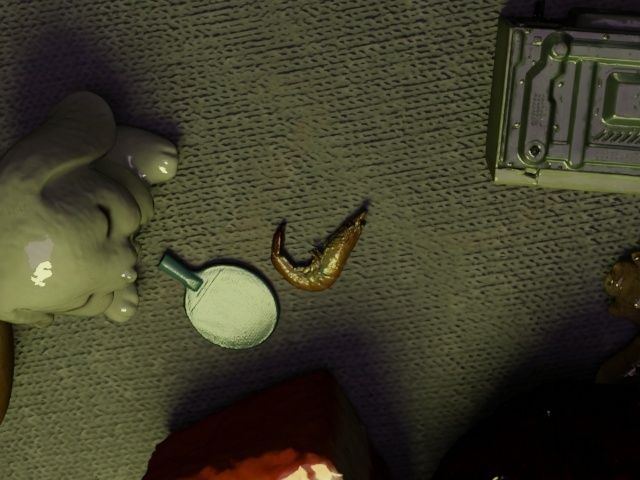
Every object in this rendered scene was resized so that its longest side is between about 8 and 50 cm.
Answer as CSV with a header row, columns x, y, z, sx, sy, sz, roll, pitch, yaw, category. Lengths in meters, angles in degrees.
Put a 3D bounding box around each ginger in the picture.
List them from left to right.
x,y,z,sx,sy,sz,roll,pitch,yaw,category
0.361,0.091,1.388,0.133,0.059,0.214,34,107,-12,ginger

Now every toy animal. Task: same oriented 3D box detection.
x,y,z,sx,sy,sz,roll,pitch,yaw,category
-0.276,-0.008,1.286,0.206,0.265,0.271,20,107,-1,toy animal

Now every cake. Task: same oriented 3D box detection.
x,y,z,sx,sy,sz,roll,pitch,yaw,category
-0.042,0.344,1.364,0.270,0.269,0.319,-20,103,7,cake

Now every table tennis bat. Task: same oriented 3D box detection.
x,y,z,sx,sy,sz,roll,pitch,yaw,category
-0.119,0.065,1.423,0.155,0.019,0.100,33,104,-8,table tennis bat

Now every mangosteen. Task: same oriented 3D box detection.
x,y,z,sx,sy,sz,roll,pitch,yaw,category
0.290,0.346,1.302,0.381,0.381,0.421,-12,123,6,mangosteen

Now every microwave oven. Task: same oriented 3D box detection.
x,y,z,sx,sy,sz,roll,pitch,yaw,category
0.303,-0.148,1.283,0.241,0.145,0.193,5,108,2,microwave oven

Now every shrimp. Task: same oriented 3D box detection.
x,y,z,sx,sy,sz,roll,pitch,yaw,category
0.000,0.000,1.396,0.091,0.025,0.127,42,106,-6,shrimp

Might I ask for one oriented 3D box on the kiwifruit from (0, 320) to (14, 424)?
x,y,z,sx,sy,sz,roll,pitch,yaw,category
-0.437,0.146,1.373,0.196,0.196,0.233,10,109,0,kiwifruit
